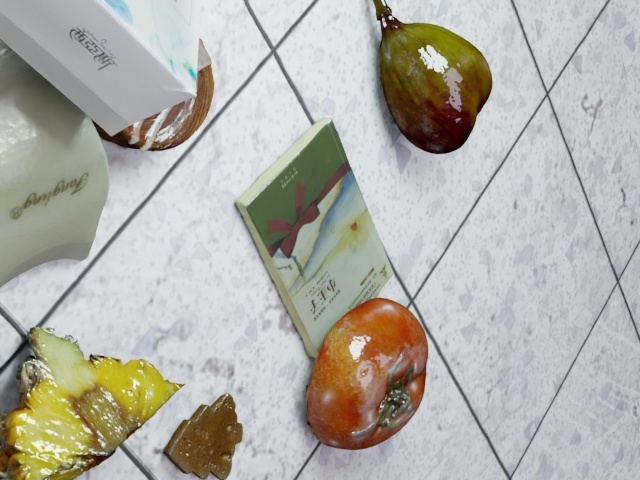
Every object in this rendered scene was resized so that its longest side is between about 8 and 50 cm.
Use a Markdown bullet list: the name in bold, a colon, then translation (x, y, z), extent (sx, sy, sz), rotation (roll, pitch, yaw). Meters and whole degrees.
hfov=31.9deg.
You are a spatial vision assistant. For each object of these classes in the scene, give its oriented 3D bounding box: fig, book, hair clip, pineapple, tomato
- **fig**: translation (0.144, -0.260, 1.608), extent (0.274, 0.146, 0.170), rotation (53, 56, -24)
- **book**: translation (0.000, 0.000, 1.559), extent (0.201, 0.026, 0.289), rotation (-49, 130, -31)
- **hair clip**: translation (-0.302, -0.072, 1.135), extent (0.172, 0.113, 0.282), rotation (-28, 118, -42)
- **pineapple**: translation (-0.298, 0.193, 1.217), extent (0.164, 0.140, 0.250), rotation (44, 36, 2)
- **tomato**: translation (0.084, 0.203, 1.622), extent (0.237, 0.095, 0.236), rotation (-30, 130, -43)

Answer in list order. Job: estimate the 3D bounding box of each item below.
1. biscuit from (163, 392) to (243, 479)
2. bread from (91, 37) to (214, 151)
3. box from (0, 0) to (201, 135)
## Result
- **biscuit**: translation (-0.151, 0.257, 1.439), extent (0.130, 0.019, 0.119), rotation (-3, 100, -49)
- **bread**: translation (-0.198, -0.178, 1.266), extent (0.160, 0.073, 0.160), rotation (-9, 102, -44)
- **box**: translation (-0.219, -0.274, 1.099), extent (0.203, 0.116, 0.274), rotation (45, 32, -41)
